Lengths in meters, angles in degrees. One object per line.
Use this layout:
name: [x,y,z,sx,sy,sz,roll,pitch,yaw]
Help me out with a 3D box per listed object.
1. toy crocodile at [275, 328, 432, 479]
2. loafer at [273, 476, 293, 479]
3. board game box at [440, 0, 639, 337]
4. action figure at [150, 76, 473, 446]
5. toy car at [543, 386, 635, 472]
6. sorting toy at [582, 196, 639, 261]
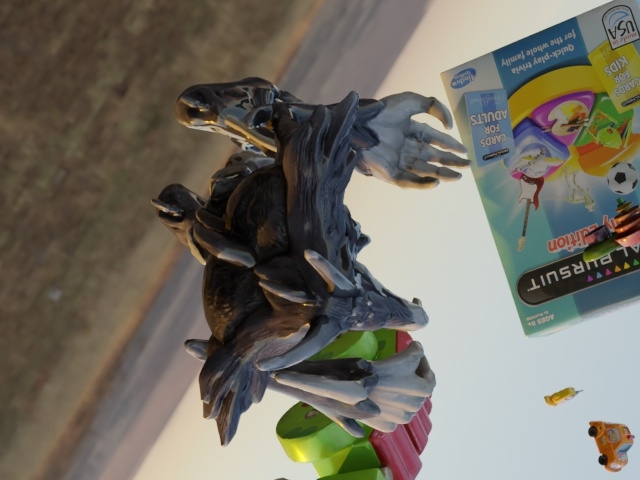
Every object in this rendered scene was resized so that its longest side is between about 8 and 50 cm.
toy crocodile: [0.044,0.143,1.286,0.105,0.115,0.340,-21,-161,16]
loafer: [-0.008,0.257,1.445,0.102,0.268,0.092,74,3,-53]
board game box: [0.312,-0.084,1.873,0.254,0.336,0.079,-22,169,24]
action figure: [0.000,0.000,0.751,0.276,0.141,0.164,-128,-128,-69]
toy car: [0.282,0.193,1.638,0.040,0.122,0.060,-30,-132,29]
sorting toy: [0.303,-0.016,1.641,0.061,0.042,0.102,-33,-176,-38]
